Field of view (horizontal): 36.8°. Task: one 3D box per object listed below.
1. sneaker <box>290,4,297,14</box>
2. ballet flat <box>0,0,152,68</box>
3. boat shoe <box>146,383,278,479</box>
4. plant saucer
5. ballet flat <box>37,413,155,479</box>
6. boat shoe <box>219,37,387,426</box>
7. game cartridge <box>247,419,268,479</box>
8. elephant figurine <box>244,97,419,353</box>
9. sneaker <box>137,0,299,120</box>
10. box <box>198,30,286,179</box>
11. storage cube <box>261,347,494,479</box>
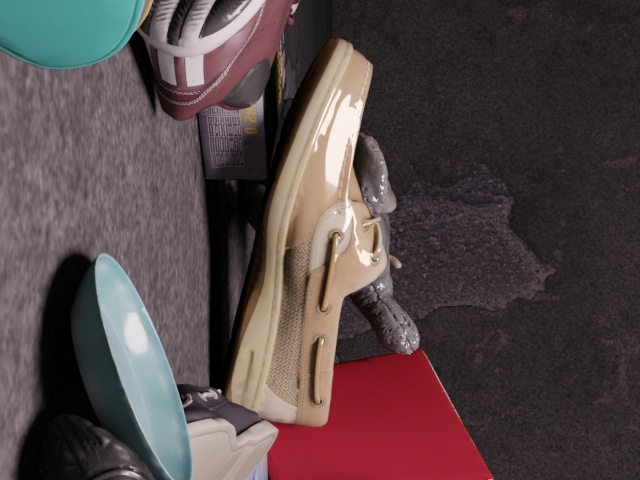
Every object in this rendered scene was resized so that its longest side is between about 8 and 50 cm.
[{"bbox_3d":[-0.047,-0.296,1.059,0.235,0.090,0.094,-69,172,-70],"label":"sneaker"},{"bbox_3d":[-0.095,-0.126,0.255,0.232,0.080,0.073,82,-6,-75],"label":"ballet flat"},{"bbox_3d":[-0.088,0.124,0.593,0.075,0.065,0.206,-55,164,1],"label":"boat shoe"},{"bbox_3d":[-0.092,0.065,0.460,0.119,0.021,0.119,159,-90,-88],"label":"plant saucer"},{"bbox_3d":[-0.093,0.147,0.443,0.049,0.057,0.173,48,-34,44],"label":"ballet flat"},{"bbox_3d":[0.000,0.000,0.827,0.121,0.110,0.341,-94,-162,-71],"label":"boat shoe"},{"bbox_3d":[-0.076,0.261,0.709,0.297,0.062,0.198,-79,172,-72],"label":"game cartridge"},{"bbox_3d":[0.015,-0.033,0.939,0.169,0.186,0.239,-63,-154,20],"label":"elephant figurine"},{"bbox_3d":[-0.040,-0.194,0.647,0.281,0.106,0.162,-56,171,-28],"label":"sneaker"},{"bbox_3d":[-0.068,-0.194,0.803,0.183,0.056,0.231,-85,174,-57],"label":"box"},{"bbox_3d":[0.036,0.246,0.931,0.215,0.193,0.183,-118,-157,-51],"label":"storage cube"}]
